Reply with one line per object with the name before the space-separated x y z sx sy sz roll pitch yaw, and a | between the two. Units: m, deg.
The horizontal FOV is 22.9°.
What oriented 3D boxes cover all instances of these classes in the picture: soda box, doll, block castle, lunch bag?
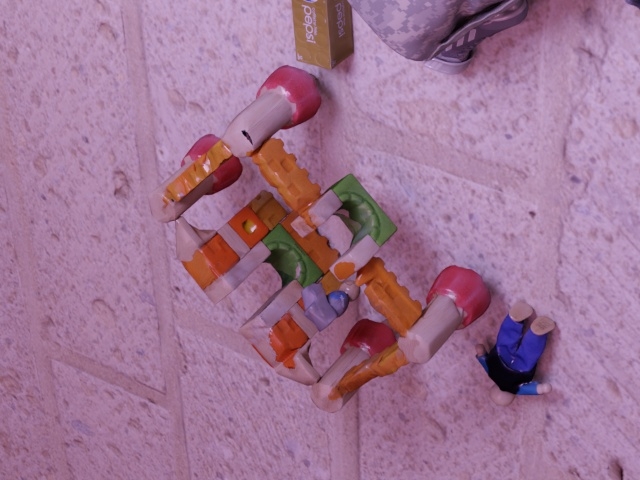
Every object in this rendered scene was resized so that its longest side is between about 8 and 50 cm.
soda box | 0.001 -0.325 2.132 0.061 0.058 0.181 19 132 30
doll | 0.284 0.178 2.289 0.129 0.046 0.189 34 137 18
block castle | 0.000 0.000 2.280 0.453 0.213 0.303 49 136 -4
lunch bag | 0.148 -0.371 1.837 0.305 0.212 0.256 -28 95 44

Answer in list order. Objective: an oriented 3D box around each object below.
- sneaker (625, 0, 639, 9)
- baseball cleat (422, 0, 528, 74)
sneaker | 0.436 -0.219 1.780 0.262 0.125 0.104 46 141 3
baseball cleat | 0.191 -0.267 2.016 0.206 0.072 0.109 5 138 44
